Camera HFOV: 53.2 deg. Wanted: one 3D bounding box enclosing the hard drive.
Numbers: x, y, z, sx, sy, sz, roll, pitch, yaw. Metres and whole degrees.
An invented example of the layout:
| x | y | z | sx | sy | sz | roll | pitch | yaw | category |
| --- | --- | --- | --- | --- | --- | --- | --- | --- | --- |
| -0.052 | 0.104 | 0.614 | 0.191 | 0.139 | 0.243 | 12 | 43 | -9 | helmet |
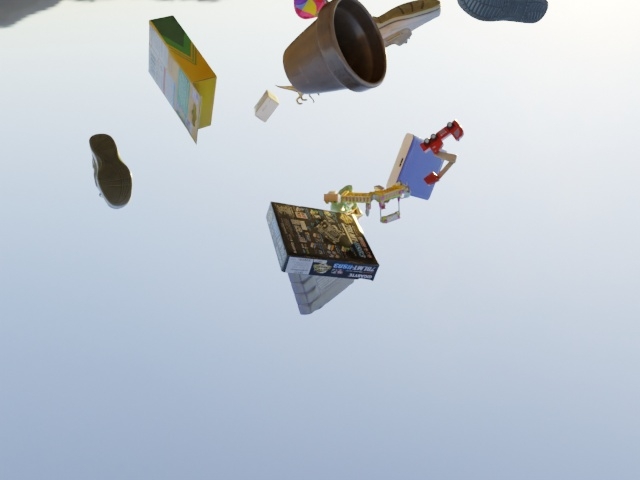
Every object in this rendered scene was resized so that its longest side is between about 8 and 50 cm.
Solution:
| x | y | z | sx | sy | sz | roll | pitch | yaw | category |
| --- | --- | --- | --- | --- | --- | --- | --- | --- | --- |
| 0.364 | -0.268 | 2.381 | 0.040 | 0.210 | 0.319 | 26 | -170 | 31 | hard drive |

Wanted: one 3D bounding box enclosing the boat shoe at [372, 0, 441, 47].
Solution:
| x | y | z | sx | sy | sz | roll | pitch | yaw | category |
| --- | --- | --- | --- | --- | --- | --- | --- | --- | --- |
| 0.246 | -0.683 | 2.054 | 0.303 | 0.103 | 0.113 | -14 | -144 | 15 | boat shoe |

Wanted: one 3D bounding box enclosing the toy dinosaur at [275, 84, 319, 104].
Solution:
| x | y | z | sx | sy | sz | roll | pitch | yaw | category |
| --- | --- | --- | --- | --- | --- | --- | --- | --- | --- |
| -0.070 | -0.552 | 2.353 | 0.183 | 0.092 | 0.053 | -2 | -148 | 8 | toy dinosaur |

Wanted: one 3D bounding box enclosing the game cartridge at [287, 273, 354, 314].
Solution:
| x | y | z | sx | sy | sz | roll | pitch | yaw | category |
| --- | --- | --- | --- | --- | --- | --- | --- | --- | --- |
| 0.009 | 0.081 | 2.122 | 0.068 | 0.230 | 0.355 | -4 | -165 | 33 | game cartridge |

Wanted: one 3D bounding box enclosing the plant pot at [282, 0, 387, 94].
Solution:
| x | y | z | sx | sy | sz | roll | pitch | yaw | category |
| --- | --- | --- | --- | --- | --- | --- | --- | --- | --- |
| 0.024 | -0.513 | 1.789 | 0.229 | 0.263 | 0.263 | -16 | -164 | 37 | plant pot |

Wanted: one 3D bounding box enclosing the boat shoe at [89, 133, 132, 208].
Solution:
| x | y | z | sx | sy | sz | roll | pitch | yaw | category |
| --- | --- | --- | --- | --- | --- | --- | --- | --- | --- |
| -0.740 | -0.232 | 2.246 | 0.118 | 0.103 | 0.320 | -15 | -119 | -27 | boat shoe |

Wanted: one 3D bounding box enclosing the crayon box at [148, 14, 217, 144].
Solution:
| x | y | z | sx | sy | sz | roll | pitch | yaw | category |
| --- | --- | --- | --- | --- | --- | --- | --- | --- | --- |
| -0.395 | -0.467 | 1.864 | 0.083 | 0.203 | 0.322 | -23 | -114 | -27 | crayon box |

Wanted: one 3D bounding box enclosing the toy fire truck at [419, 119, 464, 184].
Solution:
| x | y | z | sx | sy | sz | roll | pitch | yaw | category |
| --- | --- | --- | --- | --- | --- | --- | --- | --- | --- |
| 0.389 | -0.278 | 2.038 | 0.192 | 0.135 | 0.047 | -35 | 172 | 12 | toy fire truck |

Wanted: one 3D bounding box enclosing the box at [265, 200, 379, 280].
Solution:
| x | y | z | sx | sy | sz | roll | pitch | yaw | category |
| --- | --- | --- | --- | --- | --- | --- | --- | --- | --- |
| 0.000 | 0.000 | 1.966 | 0.294 | 0.073 | 0.295 | 8 | -148 | -22 | box |

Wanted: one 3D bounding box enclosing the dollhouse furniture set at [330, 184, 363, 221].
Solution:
| x | y | z | sx | sy | sz | roll | pitch | yaw | category |
| --- | --- | --- | --- | --- | --- | --- | --- | --- | --- |
| 0.017 | -0.073 | 2.558 | 0.151 | 0.301 | 0.197 | 13 | -142 | -29 | dollhouse furniture set |

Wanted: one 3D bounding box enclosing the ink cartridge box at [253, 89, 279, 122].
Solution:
| x | y | z | sx | sy | sz | roll | pitch | yaw | category |
| --- | --- | --- | --- | --- | --- | --- | --- | --- | --- |
| -0.200 | -0.494 | 2.349 | 0.052 | 0.088 | 0.122 | 34 | -163 | -19 | ink cartridge box |

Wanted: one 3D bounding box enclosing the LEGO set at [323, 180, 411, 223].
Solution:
| x | y | z | sx | sy | sz | roll | pitch | yaw | category |
| --- | --- | --- | --- | --- | --- | --- | --- | --- | --- |
| 0.158 | -0.111 | 2.038 | 0.287 | 0.107 | 0.132 | -10 | -158 | -13 | LEGO set |

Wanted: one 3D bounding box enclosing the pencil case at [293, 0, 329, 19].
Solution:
| x | y | z | sx | sy | sz | roll | pitch | yaw | category |
| --- | --- | --- | --- | --- | --- | --- | --- | --- | --- |
| -0.033 | -0.740 | 1.837 | 0.105 | 0.104 | 0.236 | -5 | -127 | 1 | pencil case |

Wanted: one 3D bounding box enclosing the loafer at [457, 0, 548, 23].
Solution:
| x | y | z | sx | sy | sz | roll | pitch | yaw | category |
| --- | --- | --- | --- | --- | --- | --- | --- | --- | --- |
| 0.448 | -0.604 | 1.610 | 0.251 | 0.094 | 0.087 | 5 | -139 | -21 | loafer |
